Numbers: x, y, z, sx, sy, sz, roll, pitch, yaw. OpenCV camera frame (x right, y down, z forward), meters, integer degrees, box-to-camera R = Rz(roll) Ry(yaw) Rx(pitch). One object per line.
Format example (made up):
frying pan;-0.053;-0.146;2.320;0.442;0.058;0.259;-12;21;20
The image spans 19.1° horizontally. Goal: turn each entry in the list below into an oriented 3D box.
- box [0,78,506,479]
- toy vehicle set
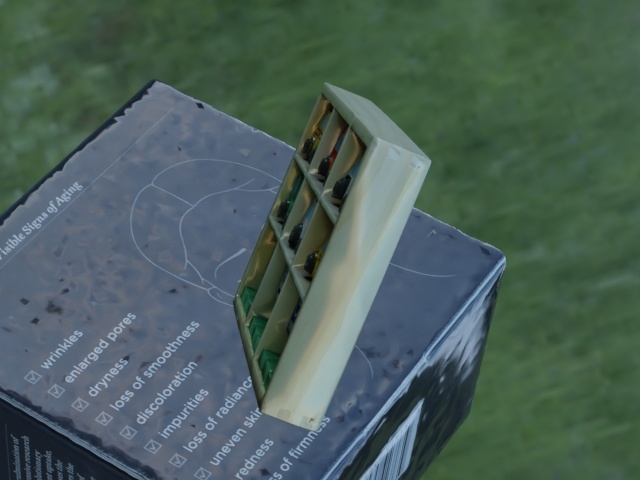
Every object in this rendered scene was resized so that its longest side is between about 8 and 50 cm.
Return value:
box;-0.131;0.141;2.043;0.480;0.471;0.297;-47;157;-37
toy vehicle set;0.000;0.000;1.160;0.267;0.035;0.166;-119;-130;-78
